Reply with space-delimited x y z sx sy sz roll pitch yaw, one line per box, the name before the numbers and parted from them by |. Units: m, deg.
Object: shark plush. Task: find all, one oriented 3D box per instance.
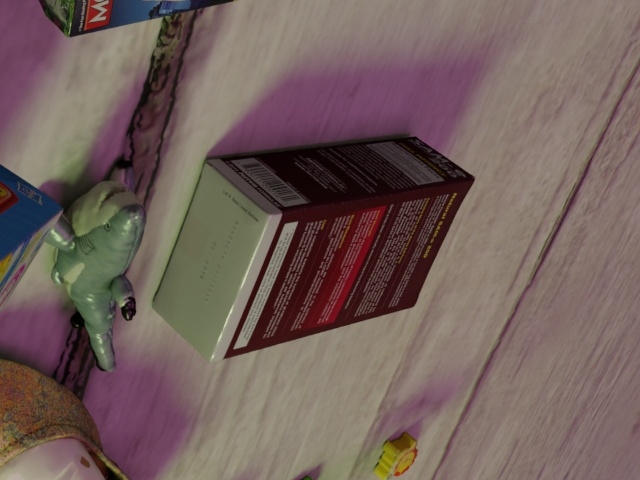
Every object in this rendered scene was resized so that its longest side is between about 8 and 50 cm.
shark plush | -0.141 0.026 0.874 0.073 0.067 0.161 -18 137 -44

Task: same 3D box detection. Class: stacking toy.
stacking toy | 0.076 0.282 1.360 0.221 0.167 0.052 -15 135 -47

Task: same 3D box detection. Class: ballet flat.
ballet flat | -0.177 0.185 0.955 0.123 0.123 0.348 -45 150 -12

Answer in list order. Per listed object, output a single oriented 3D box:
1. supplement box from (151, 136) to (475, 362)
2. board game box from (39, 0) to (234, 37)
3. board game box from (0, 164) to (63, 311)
supplement box | 0.000 0.000 1.035 0.239 0.073 0.130 -10 132 -48
board game box | -0.091 -0.206 0.694 0.194 0.060 0.194 -20 138 -41
board game box | -0.258 0.111 0.632 0.308 0.086 0.302 -57 -174 10
